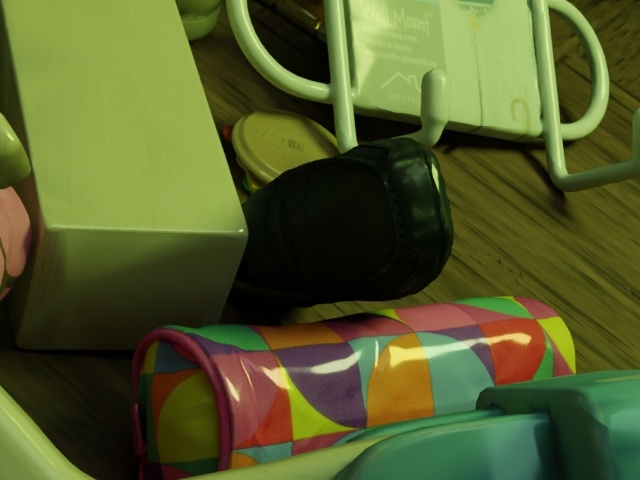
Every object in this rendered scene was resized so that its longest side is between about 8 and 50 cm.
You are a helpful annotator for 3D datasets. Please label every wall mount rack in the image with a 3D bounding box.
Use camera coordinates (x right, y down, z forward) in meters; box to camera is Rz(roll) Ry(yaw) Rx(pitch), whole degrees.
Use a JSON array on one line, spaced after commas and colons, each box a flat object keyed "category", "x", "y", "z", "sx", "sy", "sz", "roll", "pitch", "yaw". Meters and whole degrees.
[{"category": "wall mount rack", "x": 0.108, "y": -0.192, "z": 0.993, "sx": 0.350, "sy": 0.130, "sz": 0.304, "roll": 4, "pitch": 77, "yaw": -40}]

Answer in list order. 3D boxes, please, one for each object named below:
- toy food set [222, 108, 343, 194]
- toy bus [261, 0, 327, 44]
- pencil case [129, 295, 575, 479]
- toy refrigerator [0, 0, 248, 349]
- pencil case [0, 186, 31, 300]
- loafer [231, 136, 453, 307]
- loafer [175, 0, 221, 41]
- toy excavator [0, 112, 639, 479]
[{"category": "toy food set", "x": -0.019, "y": -0.052, "z": 0.935, "sx": 0.082, "sy": 0.020, "sz": 0.083, "roll": 11, "pitch": 40, "yaw": -24}, {"category": "toy bus", "x": 0.037, "y": -0.232, "z": 1.097, "sx": 0.191, "sy": 0.104, "sz": 0.202, "roll": -3, "pitch": 57, "yaw": -21}, {"category": "pencil case", "x": 0.020, "y": 0.080, "z": 0.742, "sx": 0.236, "sy": 0.104, "sz": 0.104, "roll": -1, "pitch": 46, "yaw": -38}, {"category": "toy refrigerator", "x": -0.126, "y": -0.065, "z": 0.820, "sx": 0.102, "sy": 0.094, "sz": 0.269, "roll": 2, "pitch": 43, "yaw": -23}, {"category": "pencil case", "x": -0.210, "y": 0.042, "z": 0.633, "sx": 0.098, "sy": 0.095, "sz": 0.209, "roll": 36, "pitch": 37, "yaw": -6}, {"category": "loafer", "x": 0.000, "y": 0.000, "z": 0.749, "sx": 0.078, "sy": 0.223, "sz": 0.076, "roll": -11, "pitch": 86, "yaw": -20}, {"category": "loafer", "x": -0.178, "y": -0.200, "z": 0.943, "sx": 0.268, "sy": 0.092, "sz": 0.102, "roll": 8, "pitch": 41, "yaw": -27}, {"category": "toy excavator", "x": 0.020, "y": 0.132, "z": 0.529, "sx": 0.445, "sy": 0.222, "sz": 0.433, "roll": -8, "pitch": 86, "yaw": -9}]
